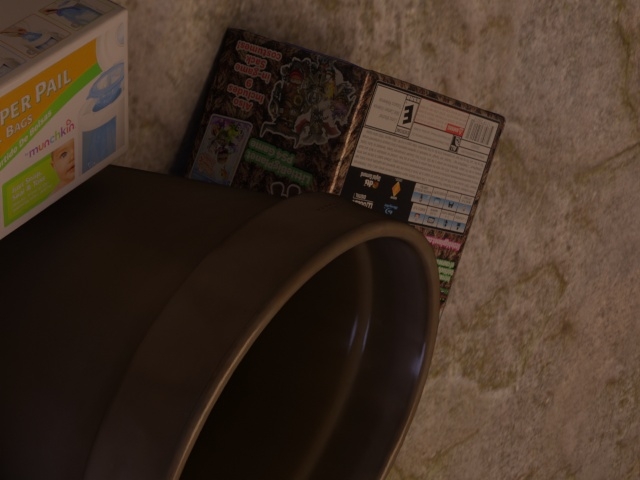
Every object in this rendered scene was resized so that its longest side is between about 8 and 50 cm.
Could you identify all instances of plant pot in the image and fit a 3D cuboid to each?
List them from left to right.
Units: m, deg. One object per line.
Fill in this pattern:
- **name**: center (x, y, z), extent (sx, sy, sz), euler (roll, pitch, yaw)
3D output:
- **plant pot**: center (-0.120, 0.079, 1.200), extent (0.323, 0.280, 0.323), euler (-44, 150, -34)

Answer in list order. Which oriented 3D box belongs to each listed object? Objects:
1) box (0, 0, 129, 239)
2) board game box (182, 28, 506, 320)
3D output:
- **box**: center (-0.219, -0.072, 1.071), extent (0.203, 0.103, 0.114), euler (-40, 147, -40)
- **board game box**: center (0.000, 0.000, 1.452), extent (0.232, 0.141, 0.291), euler (11, 98, -57)
